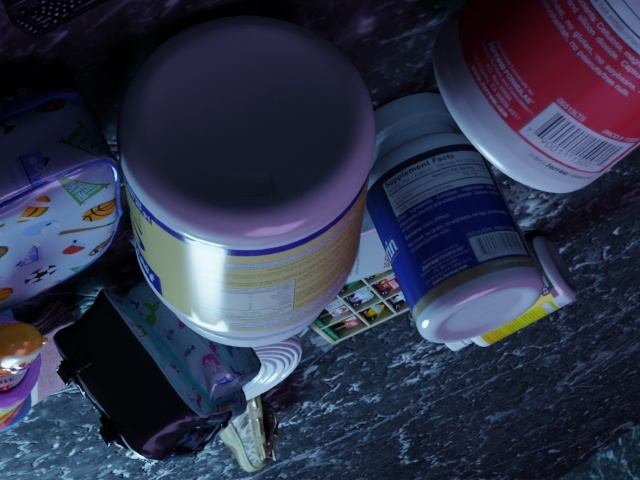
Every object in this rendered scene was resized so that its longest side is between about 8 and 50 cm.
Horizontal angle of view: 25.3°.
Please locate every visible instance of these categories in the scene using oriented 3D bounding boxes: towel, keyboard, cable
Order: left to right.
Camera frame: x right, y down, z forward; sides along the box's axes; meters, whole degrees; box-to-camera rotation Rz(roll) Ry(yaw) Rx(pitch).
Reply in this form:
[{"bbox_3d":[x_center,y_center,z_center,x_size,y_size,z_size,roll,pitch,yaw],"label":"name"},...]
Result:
[{"bbox_3d":[-0.460,0.208,1.812,0.329,0.037,0.237,-29,161,-23],"label":"towel"},{"bbox_3d":[-0.179,-0.223,1.200,0.192,0.038,0.100,-27,157,10],"label":"keyboard"},{"bbox_3d":[-0.146,0.172,2.052,0.257,0.089,0.257,-15,156,-18],"label":"cable"}]

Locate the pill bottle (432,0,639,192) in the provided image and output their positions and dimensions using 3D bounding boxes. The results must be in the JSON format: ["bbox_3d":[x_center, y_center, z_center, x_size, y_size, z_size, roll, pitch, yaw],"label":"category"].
[{"bbox_3d":[0.316,-0.242,1.369,0.229,0.229,0.408,0,149,-43],"label":"pill bottle"}]

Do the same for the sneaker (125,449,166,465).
[{"bbox_3d":[-0.291,0.366,2.425,0.083,0.037,0.032,1,150,-41],"label":"sneaker"}]

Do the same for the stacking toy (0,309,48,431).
[{"bbox_3d":[-0.364,0.132,1.550,0.175,0.165,0.302,-11,175,-32],"label":"stacking toy"}]

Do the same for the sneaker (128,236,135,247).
[{"bbox_3d":[-0.142,0.014,1.720,0.095,0.090,0.235,-48,163,0],"label":"sneaker"}]

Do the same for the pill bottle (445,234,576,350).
[{"bbox_3d":[0.282,0.089,2.230,0.215,0.117,0.117,-30,156,18],"label":"pill bottle"}]

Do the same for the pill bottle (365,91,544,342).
[{"bbox_3d":[0.139,-0.029,1.637,0.153,0.264,0.153,-18,156,-8],"label":"pill bottle"}]

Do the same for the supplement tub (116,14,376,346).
[{"bbox_3d":[-0.073,-0.045,1.434,0.241,0.241,0.331,-18,157,-11],"label":"supplement tub"}]

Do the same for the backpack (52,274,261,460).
[{"bbox_3d":[-0.192,0.157,1.796,0.191,0.225,0.253,-40,166,2],"label":"backpack"}]

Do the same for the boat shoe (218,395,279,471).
[{"bbox_3d":[-0.112,0.315,2.389,0.089,0.104,0.285,-21,157,3],"label":"boat shoe"}]

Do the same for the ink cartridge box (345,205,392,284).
[{"bbox_3d":[0.000,0.000,1.804,0.208,0.087,0.153,-18,157,-9],"label":"ink cartridge box"}]

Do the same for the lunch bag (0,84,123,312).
[{"bbox_3d":[-0.316,-0.023,1.363,0.243,0.115,0.303,-26,165,-16],"label":"lunch bag"}]

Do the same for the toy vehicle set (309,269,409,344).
[{"bbox_3d":[0.049,0.075,2.086,0.166,0.035,0.267,-26,157,8],"label":"toy vehicle set"}]
